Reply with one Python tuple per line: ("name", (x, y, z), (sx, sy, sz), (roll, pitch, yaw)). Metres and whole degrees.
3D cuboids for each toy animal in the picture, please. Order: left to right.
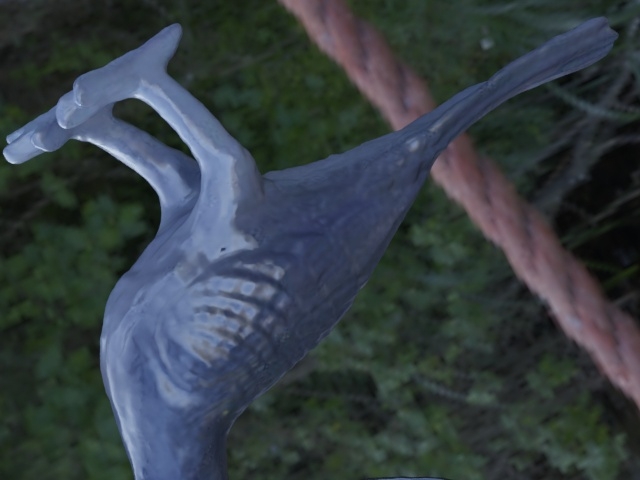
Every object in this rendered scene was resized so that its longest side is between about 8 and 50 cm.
("toy animal", (-0.036, -0.008, 0.744), (0.206, 0.367, 0.081), (38, 165, -13))

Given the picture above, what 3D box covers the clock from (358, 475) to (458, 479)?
("clock", (0.019, 0.158, 0.592), (0.184, 0.184, 0.040), (33, 144, 51))
